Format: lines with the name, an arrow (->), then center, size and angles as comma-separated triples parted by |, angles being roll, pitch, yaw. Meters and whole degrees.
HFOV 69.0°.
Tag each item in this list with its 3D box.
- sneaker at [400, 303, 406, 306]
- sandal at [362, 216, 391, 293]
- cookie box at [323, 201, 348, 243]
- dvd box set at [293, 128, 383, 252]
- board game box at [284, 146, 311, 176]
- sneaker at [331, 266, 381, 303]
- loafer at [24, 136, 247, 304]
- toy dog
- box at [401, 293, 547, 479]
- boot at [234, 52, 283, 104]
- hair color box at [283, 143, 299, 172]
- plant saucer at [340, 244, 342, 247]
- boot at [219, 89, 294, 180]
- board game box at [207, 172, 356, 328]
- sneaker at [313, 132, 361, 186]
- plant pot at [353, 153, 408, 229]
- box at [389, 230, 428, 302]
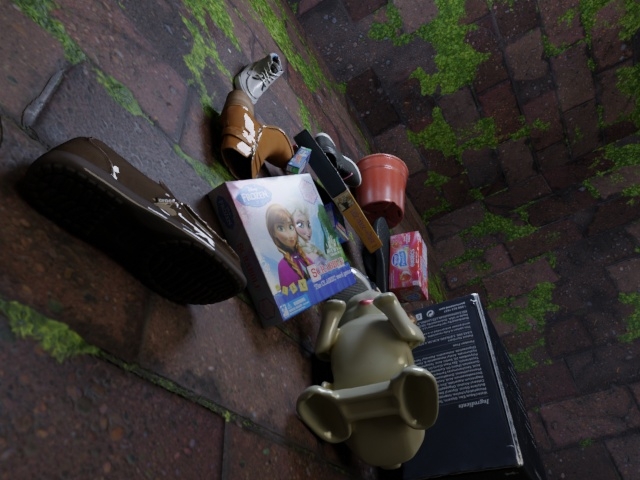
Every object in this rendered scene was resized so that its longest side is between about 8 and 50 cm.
sneaker -> 0.330, 0.110, 2.047 | 0.150, 0.135, 0.365 | 56, 20, -33
sandal -> 0.227, 0.101, 1.870 | 0.167, 0.107, 0.444 | 43, 41, -50
cookie box -> 0.047, -0.056, 1.513 | 0.092, 0.040, 0.107 | 46, 28, -49
dvd box set -> 0.069, -0.160, 1.612 | 0.307, 0.062, 0.420 | 59, 6, 33
board game box -> -0.075, -0.183, 1.352 | 0.035, 0.136, 0.201 | 18, 25, 1
sneaker -> 0.116, 0.175, 1.423 | 0.127, 0.126, 0.321 | -83, 155, -49
loafer -> -0.241, -0.029, 0.706 | 0.366, 0.134, 0.130 | 49, 25, -40
toy dog -> 0.147, 0.292, 1.132 | 0.395, 0.285, 0.407 | 59, 18, -27
box -> 0.427, 0.498, 1.347 | 0.479, 0.298, 0.471 | 52, 26, -39
boot -> -0.186, -0.517, 1.456 | 0.095, 0.124, 0.258 | 52, 23, -35
hair color box -> -0.087, -0.256, 1.527 | 0.071, 0.043, 0.141 | 57, 20, -24
plant saucer -> 0.000, 0.000, 1.451 | 0.317, 0.044, 0.317 | 53, 22, -32
boot -> -0.161, -0.228, 1.211 | 0.283, 0.109, 0.220 | 55, 25, -49
board game box -> -0.074, 0.004, 1.096 | 0.319, 0.066, 0.317 | -19, 85, -56
sneaker -> 0.068, -0.291, 1.901 | 0.296, 0.105, 0.146 | 45, 29, -32
plant pot -> 0.269, -0.204, 2.113 | 0.272, 0.273, 0.264 | 48, 34, -41
box -> 0.351, 0.106, 1.850 | 0.128, 0.123, 0.256 | 51, 37, -46
